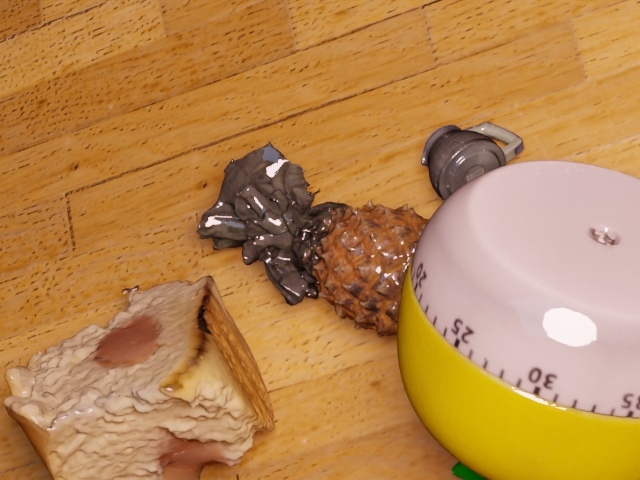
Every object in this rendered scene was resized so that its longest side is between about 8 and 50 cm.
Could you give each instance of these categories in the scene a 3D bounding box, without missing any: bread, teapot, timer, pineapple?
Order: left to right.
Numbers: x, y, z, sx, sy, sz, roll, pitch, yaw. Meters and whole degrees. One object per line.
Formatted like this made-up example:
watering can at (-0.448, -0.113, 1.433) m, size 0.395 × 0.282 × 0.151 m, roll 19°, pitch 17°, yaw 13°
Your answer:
bread at (-0.158, 0.104, 1.501) m, size 0.183 × 0.224 × 0.211 m, roll -21°, pitch 57°, yaw 7°
pineapple at (0.000, 0.000, 1.535) m, size 0.237 × 0.111 × 0.119 m, roll 20°, pitch 50°, yaw 32°
teapot at (0.127, -0.073, 1.535) m, size 0.088 × 0.066 × 0.057 m, roll -28°, pitch 43°, yaw -14°
timer at (0.176, 0.104, 1.364) m, size 0.285 × 0.285 × 0.285 m, roll -7°, pitch 69°, yaw 19°
